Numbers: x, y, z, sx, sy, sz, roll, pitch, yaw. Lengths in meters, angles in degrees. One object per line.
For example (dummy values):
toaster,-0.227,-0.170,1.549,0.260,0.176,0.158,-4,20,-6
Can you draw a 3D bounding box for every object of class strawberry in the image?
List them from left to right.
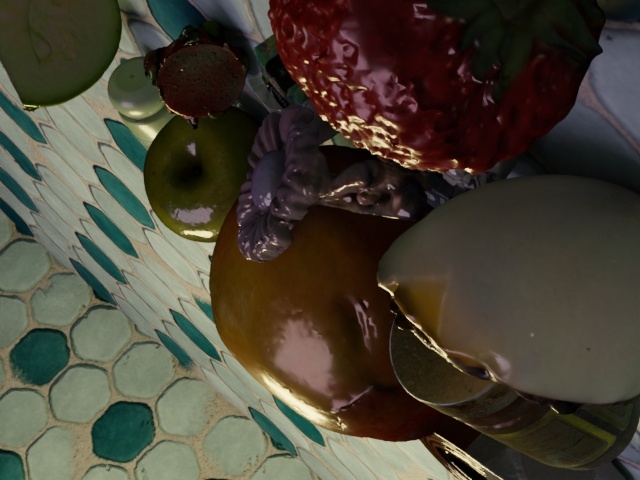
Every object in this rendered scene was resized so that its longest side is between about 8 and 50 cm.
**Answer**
strawberry,0.072,-0.172,1.228,0.257,0.257,0.277,50,152,-18

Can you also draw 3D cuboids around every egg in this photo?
egg,0.209,0.017,1.438,0.286,0.264,0.174,21,121,11

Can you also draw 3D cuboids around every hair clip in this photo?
hair clip,-0.008,-0.058,1.611,0.069,0.173,0.300,20,170,-36

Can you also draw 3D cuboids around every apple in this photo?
apple,-0.140,-0.089,2.082,0.196,0.196,0.157,36,-175,29

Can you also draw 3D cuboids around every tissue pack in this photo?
tissue pack,-0.028,-0.170,1.747,0.111,0.079,0.085,51,172,32

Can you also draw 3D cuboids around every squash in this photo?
squash,-0.428,-0.313,2.192,0.309,0.210,0.233,5,125,59

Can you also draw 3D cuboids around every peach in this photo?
peach,0.030,0.067,1.818,0.372,0.290,0.372,10,101,59

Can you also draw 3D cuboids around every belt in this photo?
belt,0.284,0.312,2.167,0.339,0.122,0.217,30,161,46

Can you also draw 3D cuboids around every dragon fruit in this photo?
dragon fruit,-0.160,-0.211,1.943,0.138,0.142,0.175,13,-165,-16

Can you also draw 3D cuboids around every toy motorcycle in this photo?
toy motorcycle,0.127,-0.108,1.530,0.150,0.102,0.221,29,160,20

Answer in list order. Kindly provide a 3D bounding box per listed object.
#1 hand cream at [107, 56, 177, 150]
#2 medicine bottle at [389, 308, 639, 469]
hand cream,-0.226,-0.154,2.301,0.147,0.093,0.306,29,160,29
medicine bottle,0.221,0.148,1.675,0.151,0.151,0.322,31,180,41
